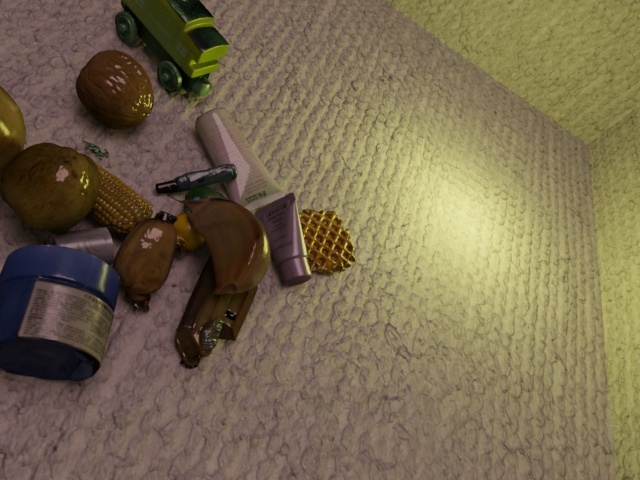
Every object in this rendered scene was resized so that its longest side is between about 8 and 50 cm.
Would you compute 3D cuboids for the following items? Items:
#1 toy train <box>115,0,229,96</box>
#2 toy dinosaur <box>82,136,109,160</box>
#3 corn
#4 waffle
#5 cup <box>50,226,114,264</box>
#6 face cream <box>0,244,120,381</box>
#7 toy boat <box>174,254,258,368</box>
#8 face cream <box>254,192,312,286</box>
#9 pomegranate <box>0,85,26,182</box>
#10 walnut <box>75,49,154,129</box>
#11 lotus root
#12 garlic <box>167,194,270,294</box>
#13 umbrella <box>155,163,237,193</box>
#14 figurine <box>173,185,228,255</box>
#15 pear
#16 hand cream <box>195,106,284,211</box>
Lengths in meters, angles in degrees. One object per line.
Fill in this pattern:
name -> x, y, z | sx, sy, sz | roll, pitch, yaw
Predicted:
toy train -> -0.493, -0.695, 1.854 | 0.442, 0.272, 0.179 | 49, 44, 5
toy dinosaur -> -0.651, -0.269, 1.629 | 0.062, 0.021, 0.083 | -10, 69, -45
corn -> -0.587, -0.124, 1.497 | 0.347, 0.130, 0.130 | 39, 47, -3
waffle -> 0.001, -0.001, 1.846 | 0.254, 0.052, 0.245 | -7, 65, -37
cup -> -0.591, 0.038, 1.403 | 0.133, 0.099, 0.136 | -9, 64, -37
face cream -> -0.583, 0.164, 1.218 | 0.249, 0.249, 0.225 | 17, 52, -23
toy boat -> -0.254, 0.140, 1.531 | 0.162, 0.136, 0.445 | 33, 46, -17
face cream -> -0.106, 0.000, 1.729 | 0.096, 0.154, 0.273 | 15, 52, -59
pomegranate -> -0.863, -0.257, 1.290 | 0.333, 0.332, 0.332 | 17, 52, -23
walnut -> -0.599, -0.439, 1.654 | 0.228, 0.228, 0.227 | 17, 52, -23
lotus root -> -0.447, 0.045, 1.431 | 0.140, 0.154, 0.256 | 22, 88, -17
garlic -> -0.248, -0.021, 1.488 | 0.196, 0.151, 0.338 | -17, 66, -32
umbrella -> -0.370, -0.184, 1.689 | 0.251, 0.053, 0.052 | -16, 73, -22
figurine -> -0.336, -0.040, 1.616 | 0.185, 0.127, 0.234 | 31, 37, -21
pear -> -0.640, -0.133, 1.342 | 0.229, 0.188, 0.211 | 30, 79, 36
hand cream -> -0.275, -0.261, 1.815 | 0.186, 0.118, 0.358 | -26, 82, -31
